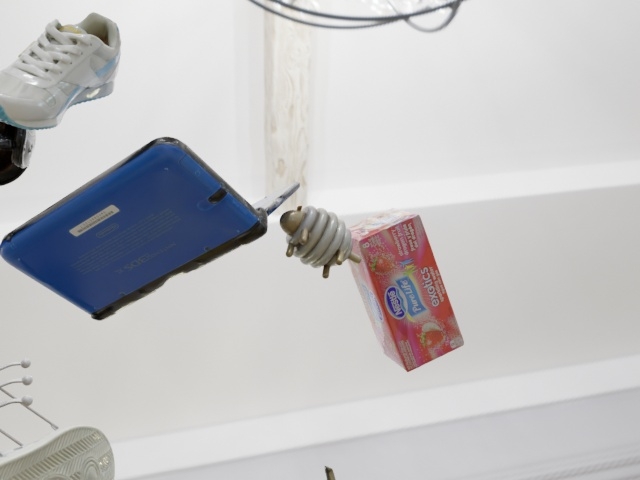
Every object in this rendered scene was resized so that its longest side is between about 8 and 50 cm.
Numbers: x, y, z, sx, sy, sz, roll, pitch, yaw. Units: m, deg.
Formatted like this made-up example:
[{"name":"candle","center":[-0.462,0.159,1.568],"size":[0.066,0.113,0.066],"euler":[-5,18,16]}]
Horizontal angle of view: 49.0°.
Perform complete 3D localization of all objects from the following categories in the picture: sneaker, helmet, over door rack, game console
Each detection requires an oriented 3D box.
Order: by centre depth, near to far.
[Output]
[{"name":"sneaker","center":[-0.301,-0.194,0.785],"size":[0.087,0.229,0.092],"euler":[24,-59,0]},{"name":"game console","center":[-0.208,-0.033,0.909],"size":[0.293,0.173,0.250],"euler":[-27,-49,23]},{"name":"sneaker","center":[-0.446,0.360,1.040],"size":[0.148,0.131,0.350],"euler":[-16,-12,14]},{"name":"helmet","center":[-0.565,-0.178,1.191],"size":[0.169,0.161,0.169],"euler":[1,-93,-24]},{"name":"over door rack","center":[-0.613,0.347,1.445],"size":[0.108,0.239,0.324],"euler":[-37,-68,-13]}]

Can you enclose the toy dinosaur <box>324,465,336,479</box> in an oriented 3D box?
[{"name":"toy dinosaur","center":[0.024,0.475,1.107],"size":[0.118,0.064,0.268],"euler":[16,-66,-7]}]

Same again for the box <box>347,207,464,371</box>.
[{"name":"box","center":[0.140,0.083,1.244],"size":[0.122,0.128,0.257],"euler":[-24,-77,-12]}]

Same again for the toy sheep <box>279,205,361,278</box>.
[{"name":"toy sheep","center":[0.000,0.000,0.962],"size":[0.132,0.091,0.091],"euler":[35,-70,-20]}]
